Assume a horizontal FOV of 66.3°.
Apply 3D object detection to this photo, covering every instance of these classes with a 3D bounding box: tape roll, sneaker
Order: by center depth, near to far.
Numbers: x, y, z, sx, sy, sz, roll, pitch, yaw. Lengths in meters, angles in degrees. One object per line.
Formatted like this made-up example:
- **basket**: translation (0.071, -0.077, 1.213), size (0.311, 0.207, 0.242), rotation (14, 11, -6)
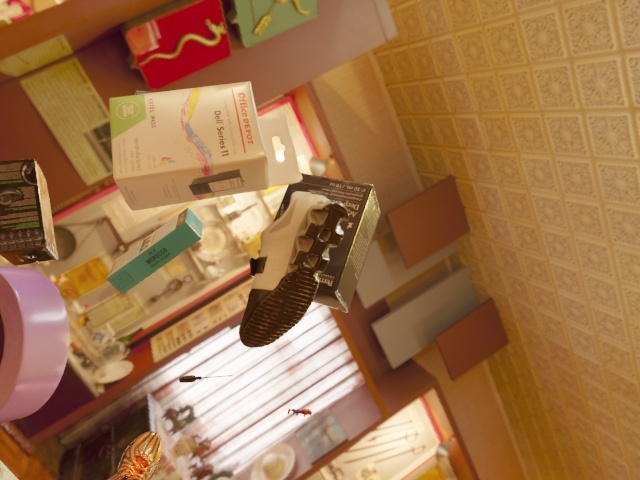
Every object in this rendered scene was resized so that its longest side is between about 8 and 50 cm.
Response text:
- **tape roll**: translation (-0.577, 0.180, 0.862), size (0.274, 0.275, 0.090), rotation (55, 13, 20)
- **sneaker**: translation (-0.077, 0.053, 0.979), size (0.146, 0.330, 0.122), rotation (32, 2, 44)
- **sneaker**: translation (-0.559, 0.717, 1.489), size (0.125, 0.321, 0.180), rotation (37, -50, -12)

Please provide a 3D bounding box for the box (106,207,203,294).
- **box**: translation (-0.407, 0.024, 1.215), size (0.060, 0.244, 0.100), rotation (53, 7, -26)

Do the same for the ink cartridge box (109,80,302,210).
- **ink cartridge box**: translation (-0.224, -0.199, 0.990), size (0.119, 0.354, 0.207), rotation (99, -22, -63)

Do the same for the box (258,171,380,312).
- **box**: translation (0.000, 0.000, 1.667), size (0.294, 0.395, 0.212), rotation (12, -21, 20)

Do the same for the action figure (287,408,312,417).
- **action figure**: translation (-0.064, 0.574, 1.636), size (0.115, 0.038, 0.030), rotation (-25, -127, 48)

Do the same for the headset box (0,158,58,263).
- **headset box**: translation (-0.894, -0.068, 1.480), size (0.246, 0.131, 0.283), rotation (148, -69, -66)

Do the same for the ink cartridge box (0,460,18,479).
- **ink cartridge box**: translation (-0.817, 0.702, 1.229), size (0.239, 0.060, 0.275), rotation (-119, -165, -54)

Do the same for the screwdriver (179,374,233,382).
- **screwdriver**: translation (-0.369, 0.443, 1.581), size (0.025, 0.170, 0.024), rotation (138, -50, -59)

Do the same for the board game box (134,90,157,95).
- **board game box**: translation (-0.400, -0.351, 1.485), size (0.233, 0.347, 0.078), rotation (-18, -102, 56)
